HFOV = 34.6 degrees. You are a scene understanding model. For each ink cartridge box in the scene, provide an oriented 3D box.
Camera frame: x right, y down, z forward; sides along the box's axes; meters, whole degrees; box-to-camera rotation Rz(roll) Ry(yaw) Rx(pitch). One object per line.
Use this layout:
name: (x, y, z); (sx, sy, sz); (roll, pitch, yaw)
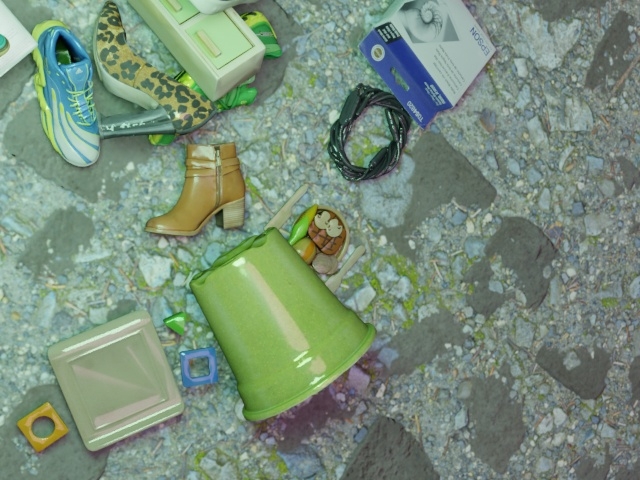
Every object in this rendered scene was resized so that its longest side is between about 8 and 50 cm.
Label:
ink cartridge box: (0.204, -0.360, 1.924); (0.223, 0.045, 0.224); (47, 69, -27)

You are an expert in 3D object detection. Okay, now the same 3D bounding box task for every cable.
cable: (0.091, -0.192, 1.920); (0.150, 0.047, 0.184); (25, 81, -31)

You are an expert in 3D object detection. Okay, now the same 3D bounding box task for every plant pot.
plant pot: (-0.086, 0.127, 1.771); (0.276, 0.276, 0.254); (-36, 98, -17)

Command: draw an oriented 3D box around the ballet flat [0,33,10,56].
ballet flat: (-0.565, -0.267, 1.484); (0.232, 0.080, 0.073); (0, 138, -10)

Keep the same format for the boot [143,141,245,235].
boot: (-0.220, -0.089, 1.766); (0.197, 0.073, 0.152); (-12, 103, -36)

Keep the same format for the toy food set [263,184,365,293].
toy food set: (0.000, 0.000, 1.898); (0.192, 0.038, 0.132); (44, 77, -23)

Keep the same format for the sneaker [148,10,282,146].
sneaker: (-0.173, -0.260, 1.744); (0.295, 0.109, 0.123); (-48, 109, -13)

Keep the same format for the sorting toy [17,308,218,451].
sorting toy: (-0.349, 0.236, 1.753); (0.348, 0.047, 0.196); (-22, 101, -15)

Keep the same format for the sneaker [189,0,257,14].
sneaker: (-0.115, -0.461, 1.625); (0.131, 0.350, 0.148); (41, 117, -10)

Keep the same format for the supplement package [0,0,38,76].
supplement package: (-0.535, -0.334, 1.564); (0.105, 0.105, 0.179); (-44, 113, -13)

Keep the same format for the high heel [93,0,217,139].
high heel: (-0.267, -0.281, 1.656); (0.186, 0.093, 0.261); (-6, 67, -4)

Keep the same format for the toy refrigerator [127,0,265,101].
toy refrigerator: (-0.214, -0.366, 1.654); (0.102, 0.094, 0.269); (-36, 82, -20)

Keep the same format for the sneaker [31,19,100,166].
sneaker: (-0.400, -0.230, 1.629); (0.091, 0.126, 0.240); (-21, 104, -21)
